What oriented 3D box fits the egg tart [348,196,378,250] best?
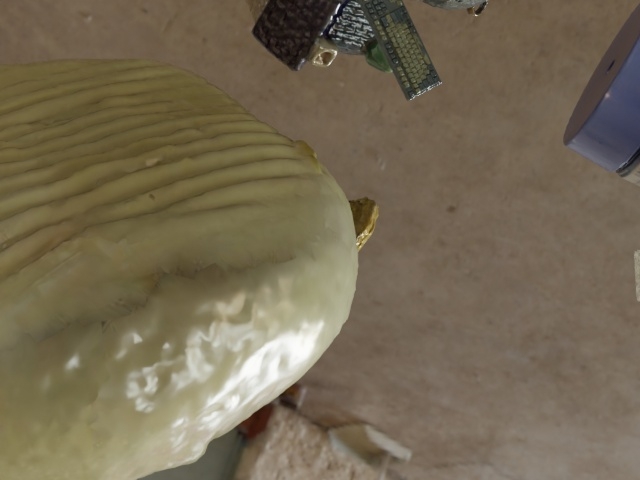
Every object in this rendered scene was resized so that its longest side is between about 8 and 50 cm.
[{"bbox_3d":[0.000,0.000,1.568,0.074,0.191,0.191,40,145,-16],"label":"egg tart"}]

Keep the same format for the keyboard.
[{"bbox_3d":[0.102,-0.278,1.452,0.176,0.055,0.014,63,169,-9],"label":"keyboard"}]

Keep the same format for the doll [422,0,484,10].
[{"bbox_3d":[0.065,-0.313,1.045,0.340,0.246,0.158,3,122,-31],"label":"doll"}]

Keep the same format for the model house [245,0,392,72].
[{"bbox_3d":[0.020,-0.454,2.077,0.298,0.284,0.243,6,145,-32],"label":"model house"}]

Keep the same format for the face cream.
[{"bbox_3d":[0.488,-0.184,1.473,0.225,0.249,0.249,30,150,1],"label":"face cream"}]

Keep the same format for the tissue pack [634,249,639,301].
[{"bbox_3d":[0.356,0.042,1.141,0.023,0.056,0.108,-4,169,32],"label":"tissue pack"}]

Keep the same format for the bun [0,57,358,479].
[{"bbox_3d":[-0.154,0.027,0.683,0.361,0.361,0.213,13,123,13],"label":"bun"}]

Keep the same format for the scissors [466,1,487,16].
[{"bbox_3d":[0.303,-0.494,1.866,0.017,0.220,0.088,25,173,44],"label":"scissors"}]
